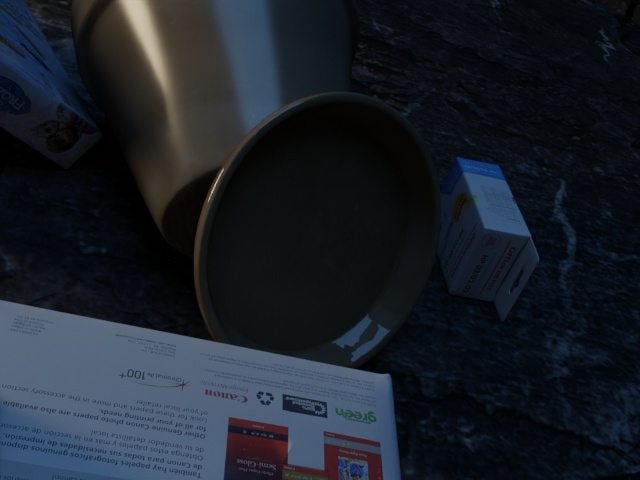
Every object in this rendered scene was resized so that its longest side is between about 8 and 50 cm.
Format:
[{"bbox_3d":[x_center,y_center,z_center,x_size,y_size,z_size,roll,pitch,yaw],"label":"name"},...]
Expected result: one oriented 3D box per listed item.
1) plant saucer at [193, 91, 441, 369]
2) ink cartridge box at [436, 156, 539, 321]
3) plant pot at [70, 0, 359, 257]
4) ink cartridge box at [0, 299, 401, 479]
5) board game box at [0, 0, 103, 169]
[{"bbox_3d":[0.000,0.000,0.812,0.278,0.278,0.041,-8,18,-35],"label":"plant saucer"},{"bbox_3d":[0.187,-0.003,1.033,0.061,0.104,0.181,10,36,-15],"label":"ink cartridge box"},{"bbox_3d":[-0.091,-0.141,0.932,0.323,0.323,0.280,2,55,-26],"label":"plant pot"},{"bbox_3d":[-0.106,0.201,0.584,0.309,0.130,0.272,13,38,-11],"label":"ink cartridge box"},{"bbox_3d":[-0.411,-0.258,0.939,0.318,0.066,0.318,53,8,37],"label":"board game box"}]
